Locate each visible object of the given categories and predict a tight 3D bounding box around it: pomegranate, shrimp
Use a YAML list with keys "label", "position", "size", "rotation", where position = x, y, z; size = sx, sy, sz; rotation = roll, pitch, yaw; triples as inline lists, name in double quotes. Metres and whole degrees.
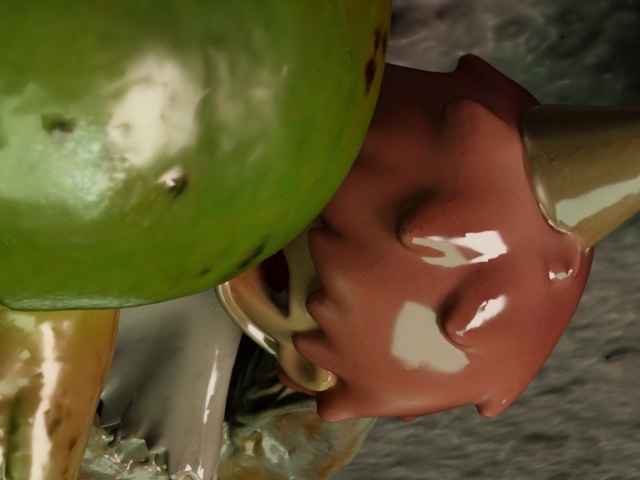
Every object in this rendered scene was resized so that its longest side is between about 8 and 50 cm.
- label: "pomegranate"
  position: [-0.094, -0.039, 0.487]
  size: [0.236, 0.236, 0.301]
  rotation: [-2, 109, -16]
- label: "shrimp"
  position: [-0.065, 0.071, 0.855]
  size: [0.247, 0.085, 0.360]
  rotation: [21, 128, -28]

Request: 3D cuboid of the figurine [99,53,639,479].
- label: "figurine"
  position: [0.000, 0.000, 0.621]
  size: [0.387, 0.207, 0.166]
  rotation: [-9, 141, 37]
